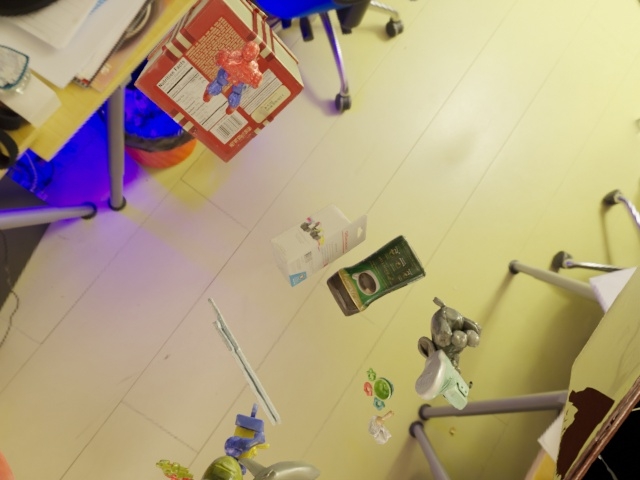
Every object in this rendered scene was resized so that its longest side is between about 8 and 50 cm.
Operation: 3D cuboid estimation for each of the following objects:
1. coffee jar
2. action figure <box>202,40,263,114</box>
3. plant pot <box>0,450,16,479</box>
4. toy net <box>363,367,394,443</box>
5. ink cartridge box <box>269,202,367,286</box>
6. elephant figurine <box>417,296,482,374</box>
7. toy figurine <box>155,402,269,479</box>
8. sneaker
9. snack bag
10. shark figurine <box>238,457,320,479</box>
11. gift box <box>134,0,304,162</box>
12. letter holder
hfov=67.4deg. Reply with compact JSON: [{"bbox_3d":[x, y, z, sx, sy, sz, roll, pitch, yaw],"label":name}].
[{"bbox_3d":[0.107,0.071,0.948,0.184,0.079,0.096,-29,89,7],"label":"coffee jar"},{"bbox_3d":[-0.064,-0.124,0.360,0.038,0.115,0.030,32,82,-19],"label":"action figure"},{"bbox_3d":[-0.376,0.236,0.281,0.274,0.243,0.275,2,107,7],"label":"plant pot"},{"bbox_3d":[0.168,0.516,1.469,0.045,0.122,0.232,-7,105,-47],"label":"toy net"},{"bbox_3d":[0.000,0.000,0.925,0.181,0.104,0.062,-31,63,-15],"label":"ink cartridge box"},{"bbox_3d":[0.387,0.340,1.497,0.169,0.240,0.186,20,39,11],"label":"elephant figurine"},{"bbox_3d":[-0.204,0.447,1.057,0.191,0.363,0.217,19,56,9],"label":"toy figurine"},{"bbox_3d":[0.344,0.399,1.296,0.094,0.256,0.151,-42,81,20],"label":"sneaker"},{"bbox_3d":[-0.246,0.355,1.457,0.037,0.342,0.323,-30,121,-14],"label":"snack bag"},{"bbox_3d":[-0.115,0.504,0.919,0.166,0.116,0.278,29,37,8],"label":"shark figurine"},{"bbox_3d":[-0.187,-0.327,0.966,0.255,0.258,0.276,-34,124,15],"label":"gift box"},{"bbox_3d":[0.360,0.140,0.469,0.152,0.301,0.215,27,113,24],"label":"letter holder"}]
